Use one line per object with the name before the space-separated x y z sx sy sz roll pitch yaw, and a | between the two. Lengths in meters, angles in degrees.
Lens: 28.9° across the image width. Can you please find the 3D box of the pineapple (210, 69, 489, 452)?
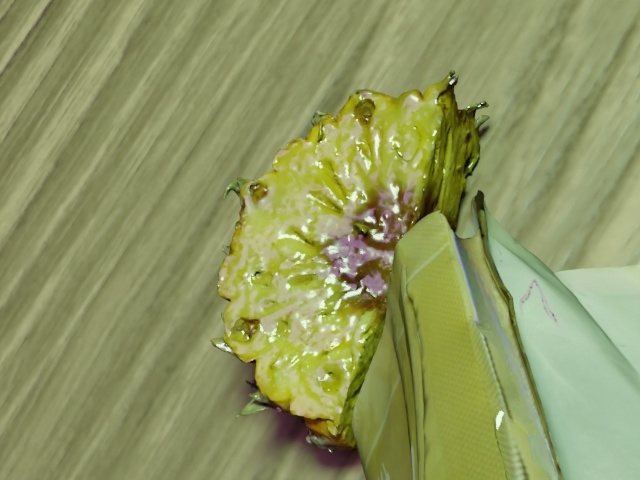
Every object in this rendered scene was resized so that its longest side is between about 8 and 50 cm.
pineapple | 0.001 0.001 0.741 0.135 0.079 0.233 17 77 34

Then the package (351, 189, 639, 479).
package | 0.085 0.138 0.518 0.221 0.165 0.311 -40 38 27
